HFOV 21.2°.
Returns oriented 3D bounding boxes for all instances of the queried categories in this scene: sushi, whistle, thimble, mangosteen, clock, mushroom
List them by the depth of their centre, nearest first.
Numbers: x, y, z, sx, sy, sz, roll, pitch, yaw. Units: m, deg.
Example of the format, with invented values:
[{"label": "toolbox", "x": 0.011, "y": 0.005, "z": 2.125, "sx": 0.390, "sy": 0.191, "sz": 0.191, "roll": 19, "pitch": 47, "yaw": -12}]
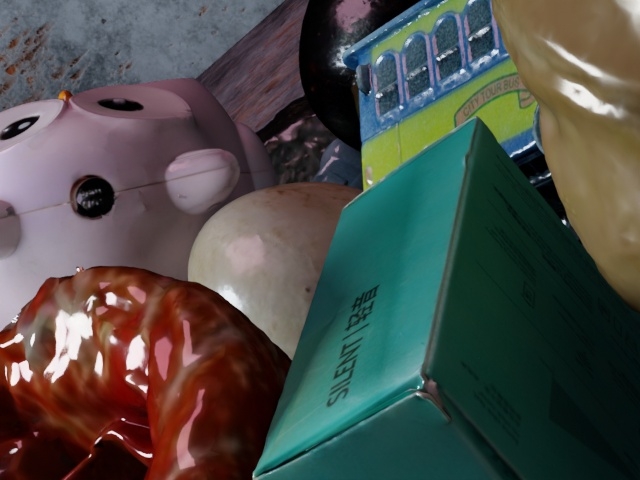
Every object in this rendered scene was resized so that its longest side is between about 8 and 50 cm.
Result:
[{"label": "thimble", "x": -0.108, "y": 0.204, "z": 0.983, "sx": 0.350, "sy": 0.230, "sz": 0.350, "roll": -28, "pitch": 40, "yaw": 26}, {"label": "mushroom", "x": -0.014, "y": 0.052, "z": 1.417, "sx": 0.206, "sy": 0.206, "sz": 0.209, "roll": -137, "pitch": 70, "yaw": -75}, {"label": "clock", "x": -0.212, "y": -0.010, "z": 1.600, "sx": 0.368, "sy": 0.250, "sz": 0.376, "roll": -13, "pitch": 2, "yaw": -9}, {"label": "mangosteen", "x": 0.094, "y": -0.178, "z": 1.655, "sx": 0.243, "sy": 0.243, "sz": 0.243, "roll": -41, "pitch": 15, "yaw": 14}, {"label": "whistle", "x": 0.000, "y": 0.000, "z": 1.684, "sx": 0.274, "sy": 0.093, "sz": 0.186, "roll": -57, "pitch": -7, "yaw": -31}, {"label": "sushi", "x": -0.030, "y": -0.077, "z": 1.895, "sx": 0.225, "sy": 0.124, "sz": 0.127, "roll": -41, "pitch": 17, "yaw": 22}]

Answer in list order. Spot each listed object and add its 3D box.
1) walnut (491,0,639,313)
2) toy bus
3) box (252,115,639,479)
[{"label": "walnut", "x": 0.267, "y": -0.129, "z": 0.839, "sx": 0.383, "sy": 0.383, "sz": 0.383, "roll": -41, "pitch": 15, "yaw": 14}, {"label": "toy bus", "x": 0.163, "y": -0.108, "z": 1.263, "sx": 0.312, "sy": 0.152, "sz": 0.190, "roll": -28, "pitch": 61, "yaw": 50}, {"label": "box", "x": 0.091, "y": 0.090, "z": 0.952, "sx": 0.118, "sy": 0.205, "sz": 0.311, "roll": -36, "pitch": 17, "yaw": 25}]
